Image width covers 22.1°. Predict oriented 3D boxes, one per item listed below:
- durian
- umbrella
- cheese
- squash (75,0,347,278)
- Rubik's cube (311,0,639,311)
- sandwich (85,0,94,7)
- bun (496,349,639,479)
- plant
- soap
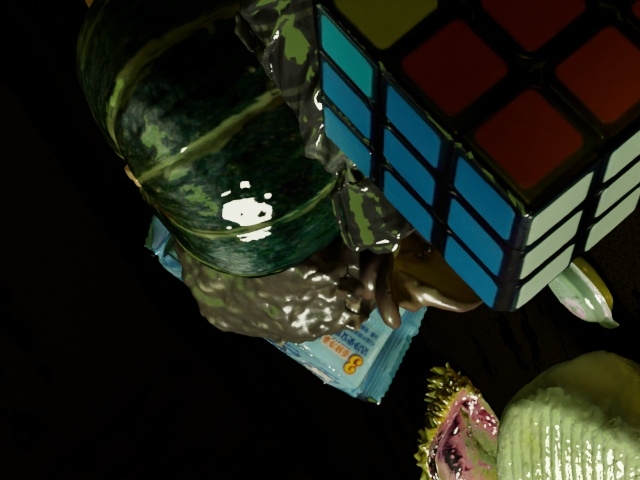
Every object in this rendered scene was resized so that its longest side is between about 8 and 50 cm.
[{"bbox_3d":[0.149,0.235,1.853,0.186,0.108,0.119,54,168,-19],"label":"durian"},{"bbox_3d":[0.009,-0.166,0.984,0.336,0.154,0.128,60,-154,-8],"label":"umbrella"},{"bbox_3d":[0.184,0.021,1.236,0.120,0.026,0.067,52,168,-6],"label":"cheese"},{"bbox_3d":[-0.071,-0.091,1.200,0.252,0.165,0.252,54,172,11],"label":"squash"},{"bbox_3d":[0.105,-0.085,0.860,0.160,0.163,0.162,47,170,17],"label":"Rubik's cube"},{"bbox_3d":[-0.143,-0.227,1.425,0.220,0.108,0.186,35,149,64],"label":"sandwich"},{"bbox_3d":[0.241,0.182,1.277,0.212,0.126,0.204,37,137,31],"label":"bun"},{"bbox_3d":[0.000,0.000,1.419,0.234,0.178,0.204,4,137,33],"label":"plant"},{"bbox_3d":[-0.027,0.025,1.619,0.293,0.156,0.077,39,165,-22],"label":"soap"}]
